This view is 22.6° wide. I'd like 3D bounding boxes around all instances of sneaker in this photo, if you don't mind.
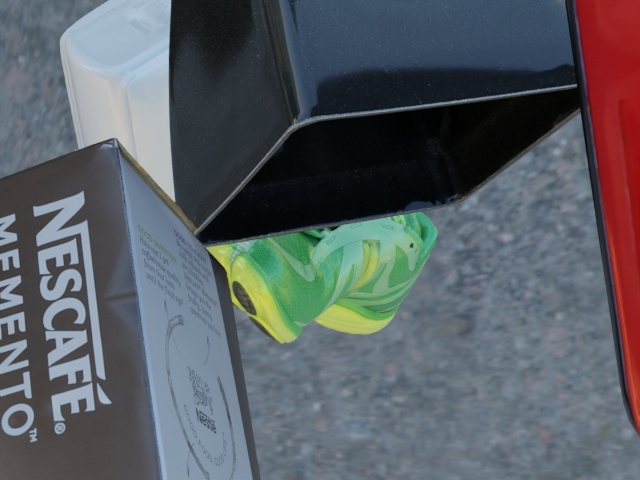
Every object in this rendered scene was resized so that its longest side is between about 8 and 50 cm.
[{"bbox_3d":[0.000,0.000,1.158,0.109,0.295,0.123,43,104,17],"label":"sneaker"}]

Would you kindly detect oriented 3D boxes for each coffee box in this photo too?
[{"bbox_3d":[-0.087,0.113,0.467,0.141,0.098,0.247,-17,60,12],"label":"coffee box"}]

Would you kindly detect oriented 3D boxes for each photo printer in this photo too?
[{"bbox_3d":[-0.092,-0.102,1.404,0.256,0.307,0.107,-37,56,-27],"label":"photo printer"}]

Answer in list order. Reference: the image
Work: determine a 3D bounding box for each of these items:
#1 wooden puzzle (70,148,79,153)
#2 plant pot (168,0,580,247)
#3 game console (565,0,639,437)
[{"bbox_3d":[-0.223,-0.088,1.597,0.049,0.083,0.006,-7,90,-14],"label":"wooden puzzle"},{"bbox_3d":[0.015,-0.113,0.875,0.187,0.188,0.167,-9,74,-26],"label":"plant pot"},{"bbox_3d":[0.179,-0.163,0.579,0.386,0.060,0.342,-45,137,-42],"label":"game console"}]
